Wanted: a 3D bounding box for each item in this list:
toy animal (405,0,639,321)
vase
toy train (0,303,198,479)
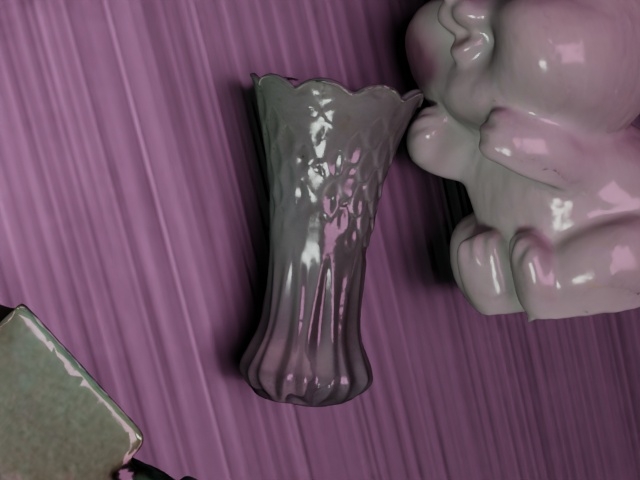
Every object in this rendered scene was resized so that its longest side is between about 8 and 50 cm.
[{"bbox_3d":[0.132,-0.061,0.690,0.179,0.127,0.193,-3,95,-31],"label":"toy animal"},{"bbox_3d":[0.000,0.000,0.652,0.081,0.081,0.148,4,95,-29],"label":"vase"},{"bbox_3d":[-0.143,0.091,0.533,0.129,0.159,0.326,-47,110,-21],"label":"toy train"}]
